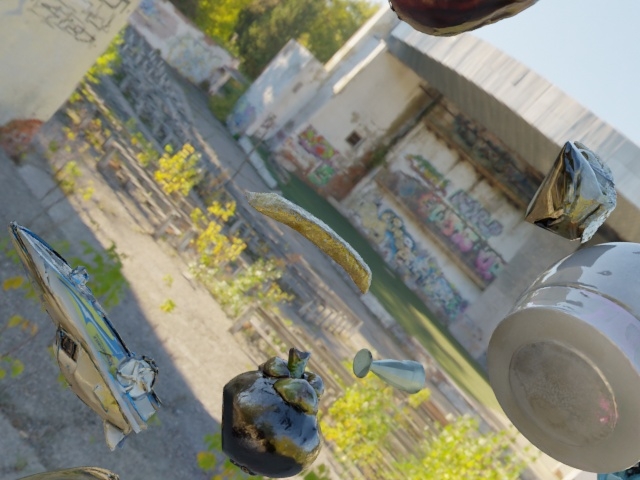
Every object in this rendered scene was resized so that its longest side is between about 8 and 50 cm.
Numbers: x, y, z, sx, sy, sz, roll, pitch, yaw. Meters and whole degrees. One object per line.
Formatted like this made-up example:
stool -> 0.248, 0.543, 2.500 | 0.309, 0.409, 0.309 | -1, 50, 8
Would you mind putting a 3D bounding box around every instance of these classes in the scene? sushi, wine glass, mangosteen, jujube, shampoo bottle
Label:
sushi -> 0.421, -0.080, 1.065 | 0.109, 0.134, 0.273 | 31, 19, 16
wine glass -> 0.147, 0.277, 1.409 | 0.155, 0.073, 0.073 | 24, 18, -29
mangosteen -> -0.108, 0.380, 1.465 | 0.233, 0.287, 0.287 | 1, 10, 2
jujube -> 0.205, -0.368, 0.891 | 0.243, 0.183, 0.183 | 5, -21, 39
shampoo bottle -> 0.387, 0.149, 0.886 | 0.266, 0.273, 0.273 | -22, 58, -34

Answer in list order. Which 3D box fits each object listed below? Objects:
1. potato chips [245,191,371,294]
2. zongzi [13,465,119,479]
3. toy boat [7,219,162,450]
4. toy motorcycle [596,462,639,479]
potato chips -> 0.000, 0.000, 1.482 | 0.407, 0.080, 0.057 | 38, 27, -32
zongzi -> -0.478, 0.456, 1.126 | 0.274, 0.145, 0.300 | 4, -4, -18
toy boat -> -0.202, 0.073, 0.553 | 0.084, 0.066, 0.210 | -17, -75, 58
toy motorcycle -> 0.592, 0.462, 1.137 | 0.123, 0.182, 0.272 | -27, 58, -36
